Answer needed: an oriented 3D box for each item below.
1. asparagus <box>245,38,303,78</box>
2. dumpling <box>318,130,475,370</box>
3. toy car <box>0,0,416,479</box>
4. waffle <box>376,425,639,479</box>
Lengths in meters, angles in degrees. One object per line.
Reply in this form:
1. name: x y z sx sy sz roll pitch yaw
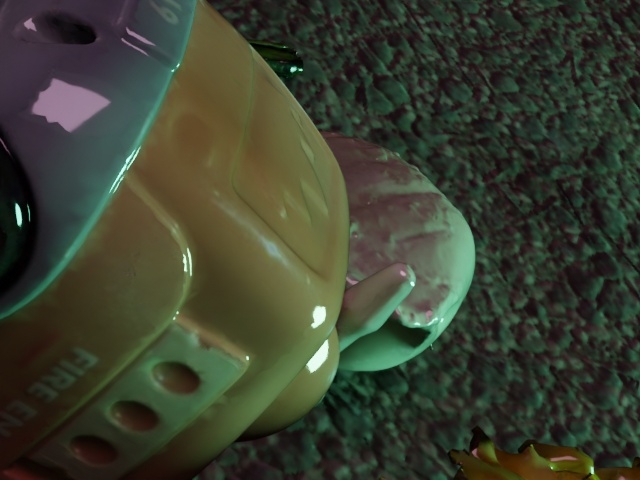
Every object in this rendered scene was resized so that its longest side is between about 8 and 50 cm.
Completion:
1. asparagus: -0.112 -0.119 0.951 0.233 0.022 0.023 6 89 -33
2. dumpling: 0.000 -0.001 0.840 0.150 0.092 0.176 25 37 -14
3. toy car: -0.110 0.024 0.625 0.212 0.270 0.180 40 29 -22
4. waffle: 0.171 0.242 0.628 0.382 0.095 0.380 22 36 -47
